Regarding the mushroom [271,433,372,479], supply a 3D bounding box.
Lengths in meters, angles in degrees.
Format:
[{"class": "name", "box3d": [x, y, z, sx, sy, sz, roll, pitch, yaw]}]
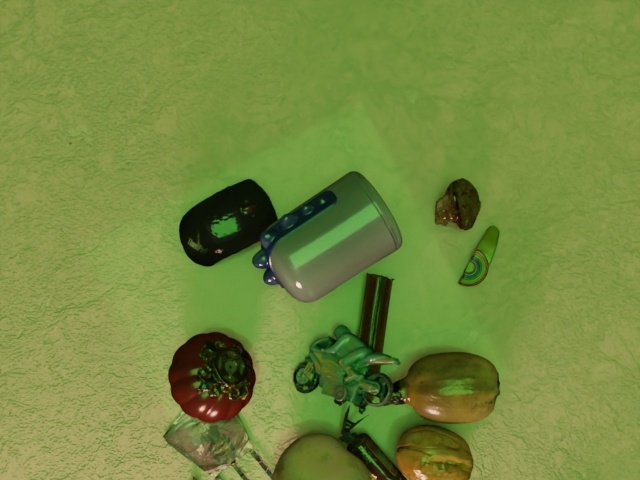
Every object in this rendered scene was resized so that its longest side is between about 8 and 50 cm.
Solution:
[{"class": "mushroom", "box3d": [0.001, 0.629, 1.536, 0.253, 0.260, 0.235, 4, 124, -4]}]

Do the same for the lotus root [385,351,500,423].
[{"class": "lotus root", "box3d": [0.310, 0.384, 1.589, 0.309, 0.183, 0.183, -3, 86, 3]}]

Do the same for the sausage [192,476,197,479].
[{"class": "sausage", "box3d": [-0.321, 0.731, 1.598, 0.029, 0.029, 0.223, -6, 86, -3]}]

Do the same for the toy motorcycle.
[{"class": "toy motorcycle", "box3d": [0.067, 0.323, 1.574, 0.296, 0.109, 0.199, 8, 76, 36]}]

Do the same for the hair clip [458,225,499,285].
[{"class": "hair clip", "box3d": [0.446, 0.046, 1.680, 0.060, 0.033, 0.189, 26, 86, -1]}]

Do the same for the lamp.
[{"class": "lamp", "box3d": [-0.275, 0.346, 1.548, 0.226, 0.227, 0.227, 0, 86, -2]}]

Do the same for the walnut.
[{"class": "walnut", "box3d": [0.296, 0.561, 1.578, 0.206, 0.159, 0.159, 14, 85, -8]}]

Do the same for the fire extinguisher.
[{"class": "fire extinguisher", "box3d": [0.133, 0.550, 1.611, 0.106, 0.075, 0.252, -40, 87, -10]}]

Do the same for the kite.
[{"class": "kite", "box3d": [-0.244, 0.580, 1.618, 0.204, 0.022, 0.360, -37, 84, -5]}]

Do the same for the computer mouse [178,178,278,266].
[{"class": "computer mouse", "box3d": [-0.251, -0.045, 1.624, 0.269, 0.100, 0.170, -28, 90, -4]}]

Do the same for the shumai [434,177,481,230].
[{"class": "shumai", "box3d": [0.371, -0.103, 1.664, 0.105, 0.139, 0.123, 22, 52, 29]}]

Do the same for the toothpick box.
[{"class": "toothpick box", "box3d": [0.000, 0.000, 1.556, 0.354, 0.263, 0.263, -33, 88, -3]}]

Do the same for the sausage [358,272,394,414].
[{"class": "sausage", "box3d": [0.136, 0.276, 1.631, 0.082, 0.082, 0.372, 9, 87, -2]}]
